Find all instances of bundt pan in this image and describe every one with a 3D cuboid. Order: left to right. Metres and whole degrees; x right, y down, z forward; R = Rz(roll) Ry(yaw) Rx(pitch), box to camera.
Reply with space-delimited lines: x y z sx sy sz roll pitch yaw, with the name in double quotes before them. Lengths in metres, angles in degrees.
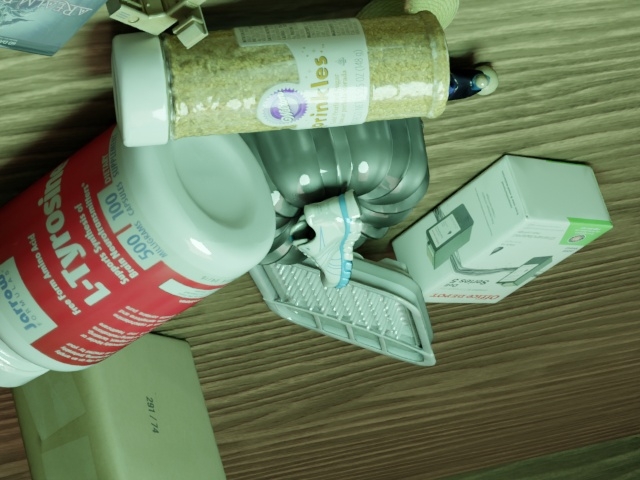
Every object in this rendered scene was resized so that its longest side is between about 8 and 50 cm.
"bundt pan" -0.004 -0.068 1.980 0.330 0.124 0.331 -15 159 -6

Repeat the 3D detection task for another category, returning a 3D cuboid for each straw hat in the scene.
"straw hat" 0.107 -0.232 1.760 0.144 0.061 0.144 -15 158 -6

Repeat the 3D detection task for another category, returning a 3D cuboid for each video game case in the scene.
"video game case" -0.264 -0.270 1.441 0.196 0.026 0.274 5 147 -44

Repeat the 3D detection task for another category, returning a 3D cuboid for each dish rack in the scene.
"dish rack" 0.040 0.078 2.282 0.285 0.072 0.333 19 164 16

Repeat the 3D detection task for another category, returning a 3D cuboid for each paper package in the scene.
"paper package" -0.306 0.307 2.366 0.168 0.325 0.309 -27 157 23

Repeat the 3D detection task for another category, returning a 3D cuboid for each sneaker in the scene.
"sneaker" 0.000 0.000 1.905 0.082 0.071 0.191 -7 148 -9

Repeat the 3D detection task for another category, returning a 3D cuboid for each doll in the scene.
"doll" 0.153 -0.194 1.879 0.189 0.046 0.129 -5 -179 -44

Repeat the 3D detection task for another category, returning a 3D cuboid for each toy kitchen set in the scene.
"toy kitchen set" -0.159 -0.236 1.540 0.083 0.068 0.075 -31 155 28

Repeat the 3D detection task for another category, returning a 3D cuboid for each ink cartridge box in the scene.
"ink cartridge box" 0.274 -0.010 2.331 0.198 0.115 0.273 3 150 -40

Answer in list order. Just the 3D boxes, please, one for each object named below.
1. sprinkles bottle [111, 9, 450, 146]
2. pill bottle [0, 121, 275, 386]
"sprinkles bottle" -0.044 -0.177 1.645 0.355 0.121 0.121 -6 156 -10
"pill bottle" -0.270 0.017 1.835 0.407 0.229 0.229 -32 154 30
